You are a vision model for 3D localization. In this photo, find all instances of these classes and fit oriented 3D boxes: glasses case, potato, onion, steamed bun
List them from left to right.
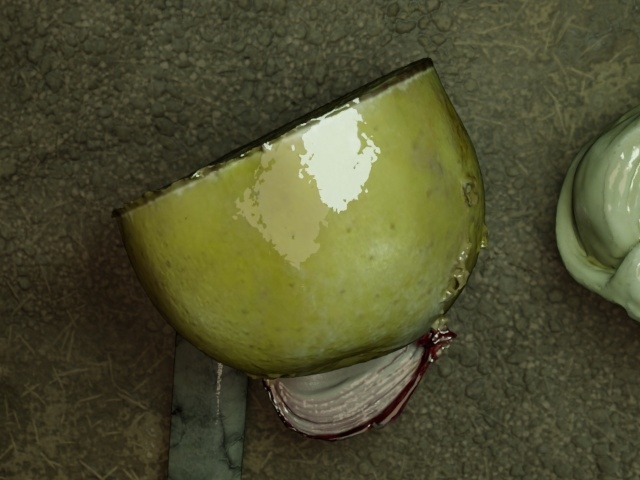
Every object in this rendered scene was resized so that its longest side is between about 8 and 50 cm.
[{"bbox_3d":[-0.163,0.250,1.595,0.114,0.060,0.299,6,102,8],"label":"glasses case"},{"bbox_3d":[0.000,0.000,1.349,0.442,0.385,0.319,-23,96,4],"label":"potato"},{"bbox_3d":[0.059,0.154,1.505,0.284,0.120,0.227,-11,85,18],"label":"onion"},{"bbox_3d":[0.459,-0.034,1.348,0.368,0.255,0.342,23,91,-23],"label":"steamed bun"}]
